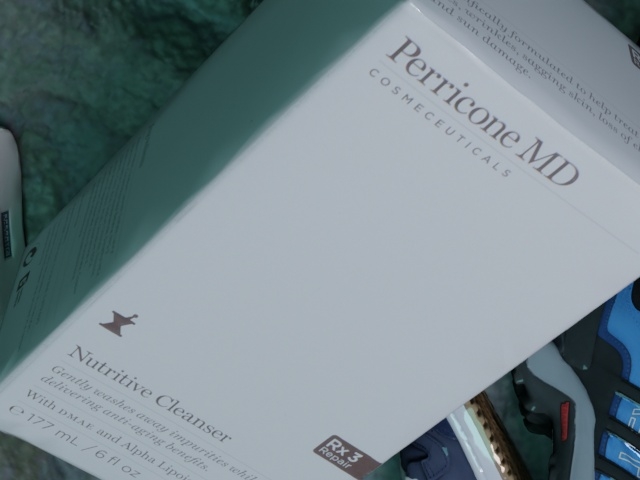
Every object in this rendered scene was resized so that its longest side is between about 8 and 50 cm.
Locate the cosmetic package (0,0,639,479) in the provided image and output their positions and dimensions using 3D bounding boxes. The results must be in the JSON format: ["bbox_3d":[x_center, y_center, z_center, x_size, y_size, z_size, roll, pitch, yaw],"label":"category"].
[{"bbox_3d":[0.000,0.000,0.862,0.217,0.156,0.385,32,127,-22],"label":"cosmetic package"}]

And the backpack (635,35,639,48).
[{"bbox_3d":[0.236,-0.087,0.919,0.101,0.120,0.098,20,101,-7],"label":"backpack"}]

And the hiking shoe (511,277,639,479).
[{"bbox_3d":[0.205,0.150,0.927,0.132,0.113,0.304,-15,72,5],"label":"hiking shoe"}]

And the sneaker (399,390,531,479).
[{"bbox_3d":[0.074,0.200,1.008,0.153,0.099,0.282,-26,100,10],"label":"sneaker"}]

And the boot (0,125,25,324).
[{"bbox_3d":[-0.253,0.015,1.033,0.086,0.069,0.190,1,94,14],"label":"boot"}]
